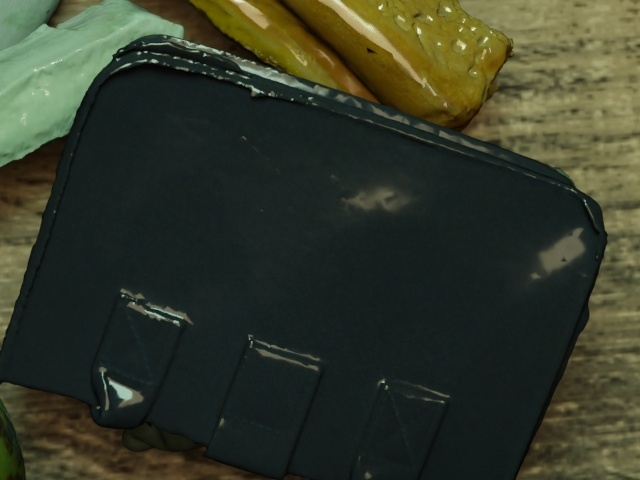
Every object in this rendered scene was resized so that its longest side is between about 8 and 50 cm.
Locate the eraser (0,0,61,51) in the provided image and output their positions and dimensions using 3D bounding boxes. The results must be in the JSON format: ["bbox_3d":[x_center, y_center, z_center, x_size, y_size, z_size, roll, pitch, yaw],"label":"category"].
[{"bbox_3d":[-0.283,-0.131,1.098,0.174,0.081,0.227,30,81,-6],"label":"eraser"}]

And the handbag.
[{"bbox_3d":[-0.015,0.040,1.044,0.326,0.118,0.269,19,101,-7],"label":"handbag"}]

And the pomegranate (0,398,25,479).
[{"bbox_3d":[-0.300,0.126,0.987,0.242,0.242,0.306,-22,71,-8],"label":"pomegranate"}]

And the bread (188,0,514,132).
[{"bbox_3d":[-0.034,-0.214,1.115,0.380,0.109,0.185,35,52,-1],"label":"bread"}]

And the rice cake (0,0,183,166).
[{"bbox_3d":[-0.230,-0.060,1.028,0.336,0.066,0.063,-30,124,-26],"label":"rice cake"}]
